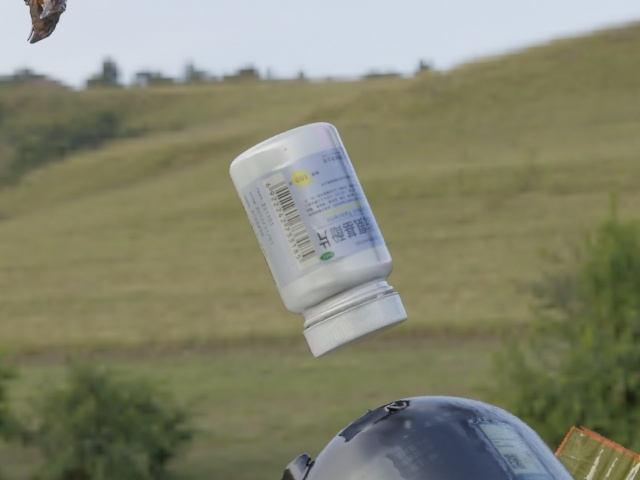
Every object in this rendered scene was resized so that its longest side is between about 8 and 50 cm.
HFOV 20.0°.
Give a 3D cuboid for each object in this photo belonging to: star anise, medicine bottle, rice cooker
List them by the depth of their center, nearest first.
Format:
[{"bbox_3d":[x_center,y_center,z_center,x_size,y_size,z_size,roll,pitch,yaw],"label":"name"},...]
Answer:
[{"bbox_3d":[0.094,0.256,1.444,0.267,0.224,0.267,-24,-37,-20],"label":"rice cooker"},{"bbox_3d":[0.000,0.000,1.579,0.102,0.187,0.103,-22,-7,-3],"label":"medicine bottle"},{"bbox_3d":[-0.241,-0.245,1.586,0.042,0.141,0.141,-7,-6,-24],"label":"star anise"}]

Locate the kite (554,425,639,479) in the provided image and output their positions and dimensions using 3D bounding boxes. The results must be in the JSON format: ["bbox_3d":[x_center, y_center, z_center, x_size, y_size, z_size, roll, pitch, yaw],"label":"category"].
[{"bbox_3d":[0.291,0.338,1.600,0.327,0.378,0.013,-17,1,-10],"label":"kite"}]
